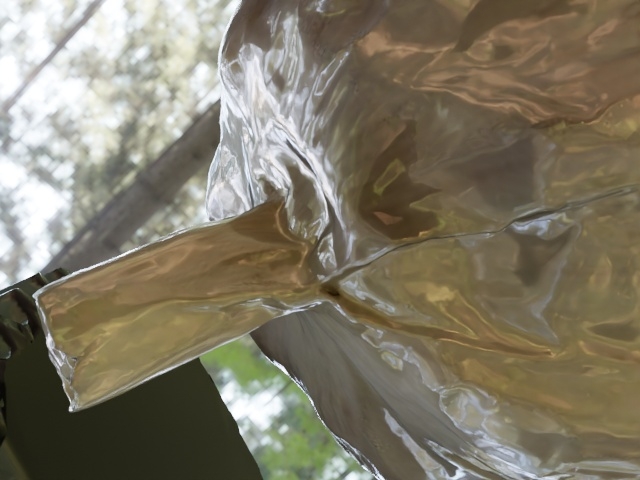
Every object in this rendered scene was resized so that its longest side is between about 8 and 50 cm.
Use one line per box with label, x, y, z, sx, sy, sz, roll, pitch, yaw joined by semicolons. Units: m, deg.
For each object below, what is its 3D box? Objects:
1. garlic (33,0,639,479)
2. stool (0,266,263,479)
garlic;0.019;-0.007;0.380;0.212;0.218;0.218;-14;-124;-35
stool;-0.197;0.201;0.533;0.297;0.330;0.297;-20;-90;-78
